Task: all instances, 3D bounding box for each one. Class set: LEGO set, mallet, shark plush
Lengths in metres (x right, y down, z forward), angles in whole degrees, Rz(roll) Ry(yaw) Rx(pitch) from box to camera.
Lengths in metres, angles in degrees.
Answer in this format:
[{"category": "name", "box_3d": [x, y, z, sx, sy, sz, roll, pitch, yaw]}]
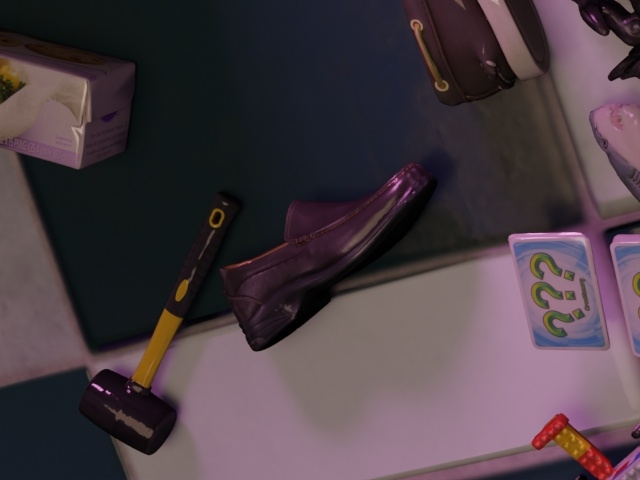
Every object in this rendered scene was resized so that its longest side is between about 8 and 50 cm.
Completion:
[{"category": "LEGO set", "box_3d": [0.206, 0.113, 1.064, 0.182, 0.060, 0.244, 0, 118, 29]}, {"category": "mallet", "box_3d": [-0.091, 0.058, 1.213, 0.062, 0.039, 0.190, 38, 111, 10]}, {"category": "shark plush", "box_3d": [0.213, -0.011, 1.067, 0.067, 0.073, 0.161, -10, 121, 45]}]

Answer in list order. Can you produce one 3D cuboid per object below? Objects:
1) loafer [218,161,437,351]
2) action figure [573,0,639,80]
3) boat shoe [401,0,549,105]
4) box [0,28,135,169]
[{"category": "loafer", "box_3d": [0.000, 0.000, 1.142, 0.170, 0.062, 0.061, -40, 81, 26]}, {"category": "action figure", "box_3d": [0.158, -0.194, 0.971, 0.275, 0.141, 0.164, 33, 127, -28]}, {"category": "boat shoe", "box_3d": [0.054, -0.187, 1.055, 0.068, 0.081, 0.228, -23, 97, 23]}, {"category": "box", "box_3d": [-0.279, -0.119, 1.228, 0.324, 0.067, 0.063, 16, 109, 20]}]
